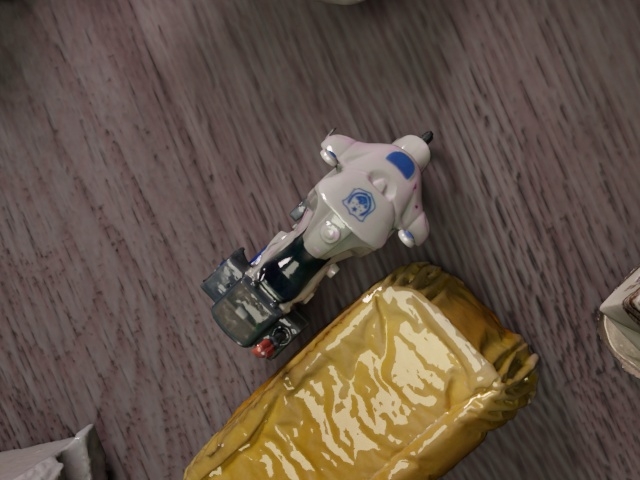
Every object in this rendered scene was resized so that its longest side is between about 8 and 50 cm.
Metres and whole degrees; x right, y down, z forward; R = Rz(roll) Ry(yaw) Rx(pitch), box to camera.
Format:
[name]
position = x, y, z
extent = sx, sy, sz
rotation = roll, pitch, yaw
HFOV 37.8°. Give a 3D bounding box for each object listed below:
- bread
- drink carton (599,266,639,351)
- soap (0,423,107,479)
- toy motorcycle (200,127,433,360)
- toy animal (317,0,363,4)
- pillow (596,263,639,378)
[bread]
position = 0.022, 0.149, 0.723
extent = 0.288, 0.119, 0.152
rotation = -45, 82, 14
[drink carton]
position = 0.373, 0.093, 0.596
extent = 0.194, 0.132, 0.324
rotation = -43, 85, -7
[soap]
position = -0.269, 0.332, 0.747
extent = 0.159, 0.258, 0.302
rotation = -9, 95, 14
[toy motorcycle]
position = 0.000, 0.000, 0.696
extent = 0.102, 0.150, 0.221
rotation = 45, 105, -2
[toy animal]
position = -0.056, -0.341, 0.639
extent = 0.344, 0.194, 0.303
rotation = 10, 76, -6
[pillow]
position = 0.314, 0.102, 0.685
extent = 0.130, 0.038, 0.233
rotation = -42, 86, 13
